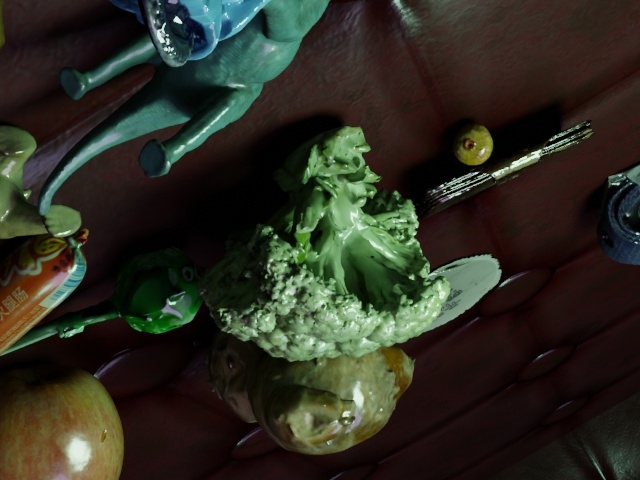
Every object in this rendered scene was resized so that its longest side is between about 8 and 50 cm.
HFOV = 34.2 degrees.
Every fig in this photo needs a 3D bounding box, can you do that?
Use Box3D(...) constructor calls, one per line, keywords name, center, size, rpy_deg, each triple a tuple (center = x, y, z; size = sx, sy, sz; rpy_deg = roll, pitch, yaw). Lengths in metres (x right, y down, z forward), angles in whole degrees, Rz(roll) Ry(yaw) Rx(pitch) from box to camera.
Box3D(name="fig", center=(0.187, -0.113, 1.244), size=(0.050, 0.050, 0.083), rpy_deg=(-39, 164, 19))

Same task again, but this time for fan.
Box3D(name="fan", center=(0.148, 0.075, 1.564), size=(0.233, 0.012, 0.414), rpy_deg=(-36, 153, 12))

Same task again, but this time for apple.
Box3D(name="apple", center=(-0.322, 0.233, 1.198), size=(0.188, 0.188, 0.174), rpy_deg=(-8, 106, -35))

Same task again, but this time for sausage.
Box3D(name="sausage", center=(-0.323, 0.071, 1.043), size=(0.264, 0.083, 0.083), rpy_deg=(-39, 152, 16))

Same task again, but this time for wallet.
Box3D(name="wallet", center=(0.225, -0.086, 1.299), size=(0.232, 0.031, 0.122), rpy_deg=(-24, 178, -6))

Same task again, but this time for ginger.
Box3D(name="ginger", center=(-0.011, 0.159, 1.283), size=(0.256, 0.176, 0.375), rpy_deg=(-6, -171, -8))

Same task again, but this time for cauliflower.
Box3D(name="cauliflower", center=(0.000, 0.000, 1.112), size=(0.272, 0.275, 0.250), rpy_deg=(-5, 106, -14))

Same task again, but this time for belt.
Box3D(name="belt", center=(0.531, -0.052, 1.588), size=(0.230, 0.140, 0.126), rpy_deg=(-28, 159, -5))

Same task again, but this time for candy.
Box3D(name="candy", center=(-0.281, 0.093, 1.138), size=(0.323, 0.097, 0.097), rpy_deg=(-20, 153, 2))

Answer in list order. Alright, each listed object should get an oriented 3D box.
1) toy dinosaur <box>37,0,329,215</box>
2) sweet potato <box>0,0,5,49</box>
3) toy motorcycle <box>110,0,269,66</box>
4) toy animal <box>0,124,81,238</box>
Box3D(name="toy dinosaur", center=(-0.036, -0.175, 0.867), size=(0.383, 0.129, 0.331), rpy_deg=(-41, 173, 40))
Box3D(name="sweet potato", center=(-0.283, -0.186, 0.592), size=(0.130, 0.130, 0.422), rpy_deg=(-31, 161, 5))
Box3D(name="toy motorcycle", center=(-0.080, -0.228, 0.582), size=(0.123, 0.272, 0.182), rpy_deg=(-5, -177, 9))
Box3D(name="toy animal", center=(-0.322, -0.032, 0.865), size=(0.218, 0.103, 0.101), rpy_deg=(-8, 171, -43))
